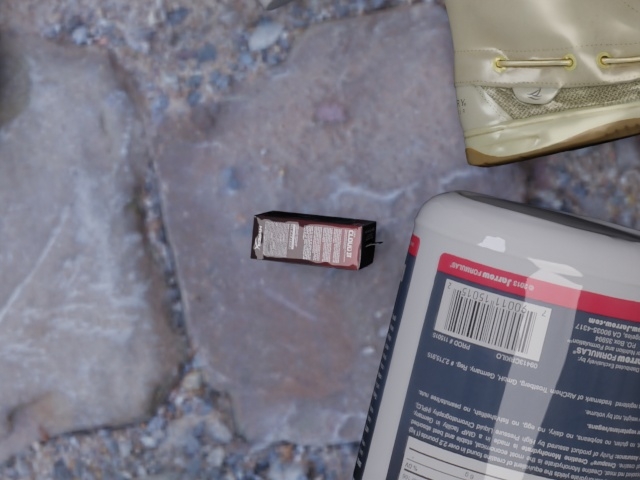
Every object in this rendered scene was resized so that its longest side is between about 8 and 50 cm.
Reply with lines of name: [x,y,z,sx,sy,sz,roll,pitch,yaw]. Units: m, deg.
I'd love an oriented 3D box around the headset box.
headset box: [0.000,0.000,1.218,0.083,0.062,0.032,5,95,11]

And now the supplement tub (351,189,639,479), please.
supplement tub: [0.125,0.118,1.137,0.191,0.191,0.272,14,96,9]

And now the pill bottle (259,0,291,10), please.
pill bottle: [-0.047,-0.229,1.204,0.078,0.078,0.137,-34,87,11]

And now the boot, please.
boot: [0.199,-0.172,1.157,0.262,0.095,0.203,-14,90,15]
